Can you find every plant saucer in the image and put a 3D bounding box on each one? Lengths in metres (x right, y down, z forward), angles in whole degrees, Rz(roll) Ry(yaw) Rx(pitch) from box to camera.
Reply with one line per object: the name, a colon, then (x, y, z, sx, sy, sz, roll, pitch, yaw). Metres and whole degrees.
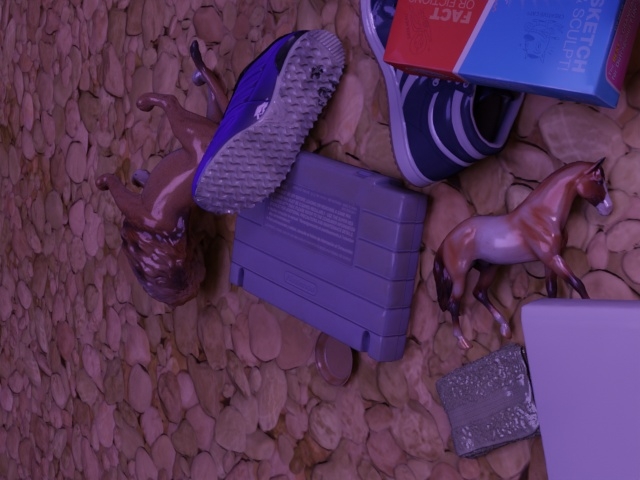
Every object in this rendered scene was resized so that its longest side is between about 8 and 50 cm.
plant saucer: (0.022, 0.163, 1.291, 0.083, 0.015, 0.084, 4, 95, 51)

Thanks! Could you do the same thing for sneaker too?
sneaker: (-0.088, -0.170, 1.291, 0.293, 0.102, 0.146, -54, 34, -2)
sneaker: (0.139, -0.214, 1.057, 0.153, 0.099, 0.283, -16, 84, 52)

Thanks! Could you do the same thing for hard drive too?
hard drive: (0.353, 0.170, 0.827, 0.353, 0.047, 0.233, -3, 101, 49)

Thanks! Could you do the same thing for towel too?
towel: (0.196, 0.188, 1.069, 0.148, 0.027, 0.110, -35, 65, 46)

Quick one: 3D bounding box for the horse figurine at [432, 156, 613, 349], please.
horse figurine: (0.208, 0.024, 1.015, 0.263, 0.066, 0.175, -16, 87, 47)

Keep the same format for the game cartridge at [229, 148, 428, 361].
game cartridge: (0.000, 0.000, 1.277, 0.355, 0.068, 0.230, 23, 106, 48)

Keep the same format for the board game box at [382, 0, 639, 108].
board game box: (0.212, -0.307, 0.907, 0.242, 0.064, 0.317, 17, 95, 36)

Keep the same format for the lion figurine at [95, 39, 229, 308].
lion figurine: (-0.223, -0.097, 1.484, 0.240, 0.142, 0.392, 47, 123, 29)
